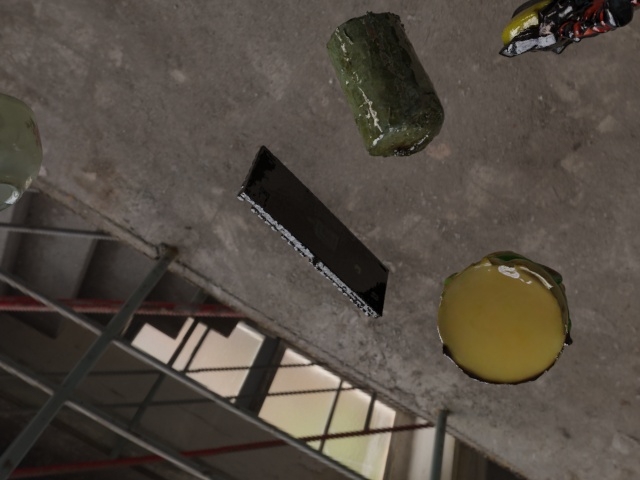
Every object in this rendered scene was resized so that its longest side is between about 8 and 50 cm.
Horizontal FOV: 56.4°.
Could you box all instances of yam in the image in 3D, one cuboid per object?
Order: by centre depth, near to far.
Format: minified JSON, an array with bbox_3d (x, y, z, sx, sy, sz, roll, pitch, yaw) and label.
[{"bbox_3d":[0.148,-0.342,1.341,0.195,0.195,0.300,-30,74,32],"label":"yam"}]

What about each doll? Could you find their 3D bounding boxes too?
[{"bbox_3d":[0.336,-0.305,0.815,0.127,0.249,0.088,-7,100,-15],"label":"doll"}]

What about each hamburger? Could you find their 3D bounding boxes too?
[{"bbox_3d":[0.318,0.127,1.036,0.237,0.149,0.237,5,100,26],"label":"hamburger"}]

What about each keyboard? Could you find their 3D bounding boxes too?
[{"bbox_3d":[0.000,0.000,0.872,0.027,0.106,0.317,-17,132,36],"label":"keyboard"}]

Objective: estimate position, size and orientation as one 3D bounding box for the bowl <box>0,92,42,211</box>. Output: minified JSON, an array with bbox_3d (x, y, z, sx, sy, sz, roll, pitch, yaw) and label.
[{"bbox_3d":[-0.622,-0.128,1.054,0.277,0.277,0.145,-35,79,34],"label":"bowl"}]

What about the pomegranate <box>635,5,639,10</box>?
[{"bbox_3d":[0.423,-0.398,0.848,0.126,0.163,0.138,10,125,-2],"label":"pomegranate"}]
